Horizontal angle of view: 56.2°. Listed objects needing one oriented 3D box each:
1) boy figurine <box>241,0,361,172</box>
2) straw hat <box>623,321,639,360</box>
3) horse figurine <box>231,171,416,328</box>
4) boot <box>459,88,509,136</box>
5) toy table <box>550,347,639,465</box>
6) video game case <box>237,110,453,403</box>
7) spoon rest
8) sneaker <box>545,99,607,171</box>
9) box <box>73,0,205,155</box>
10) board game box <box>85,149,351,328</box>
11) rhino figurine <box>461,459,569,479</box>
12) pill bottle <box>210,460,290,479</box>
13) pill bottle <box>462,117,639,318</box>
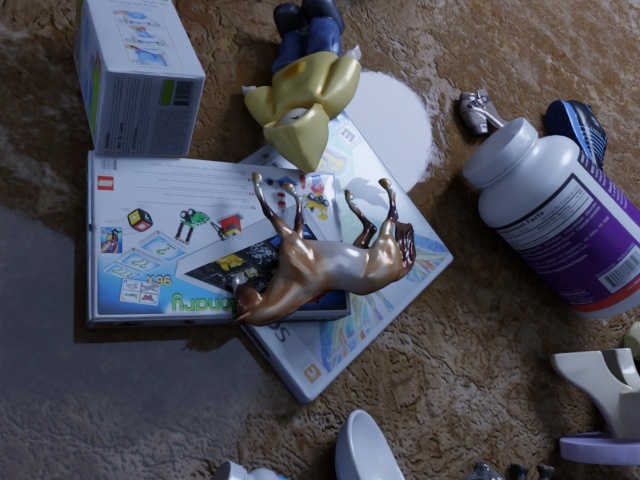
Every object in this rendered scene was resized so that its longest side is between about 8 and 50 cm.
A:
[{"bbox_3d":[-0.032,-0.209,0.810,0.092,0.177,0.285,56,32,-47],"label":"boy figurine"},{"bbox_3d":[0.563,0.176,1.043,0.061,0.144,0.144,12,61,20],"label":"straw hat"},{"bbox_3d":[0.019,0.008,0.711,0.264,0.066,0.174,1,66,-25],"label":"horse figurine"},{"bbox_3d":[0.297,-0.224,1.054,0.119,0.042,0.086,-3,72,-29],"label":"boot"},{"bbox_3d":[0.492,0.239,0.896,0.275,0.252,0.160,-3,78,-6],"label":"toy table"},{"bbox_3d":[0.000,0.000,0.825,0.329,0.036,0.300,-39,93,-32],"label":"video game case"},{"bbox_3d":[0.091,0.337,0.719,0.137,0.084,0.276,-7,77,-74],"label":"spoon rest"},{"bbox_3d":[0.496,-0.158,1.112,0.091,0.081,0.232,-2,73,-21],"label":"sneaker"},{"bbox_3d":[-0.217,-0.204,0.693,0.103,0.114,0.203,-4,49,-29],"label":"box"},{"bbox_3d":[-0.116,0.002,0.713,0.306,0.053,0.192,3,72,-26],"label":"board game box"},{"bbox_3d":[0.295,0.369,0.835,0.243,0.073,0.106,22,61,-18],"label":"rhino figurine"},{"bbox_3d":[-0.049,0.310,0.665,0.160,0.087,0.087,33,61,-14],"label":"pill bottle"},{"bbox_3d":[0.382,-0.038,0.953,0.323,0.181,0.181,43,59,-8],"label":"pill bottle"}]
